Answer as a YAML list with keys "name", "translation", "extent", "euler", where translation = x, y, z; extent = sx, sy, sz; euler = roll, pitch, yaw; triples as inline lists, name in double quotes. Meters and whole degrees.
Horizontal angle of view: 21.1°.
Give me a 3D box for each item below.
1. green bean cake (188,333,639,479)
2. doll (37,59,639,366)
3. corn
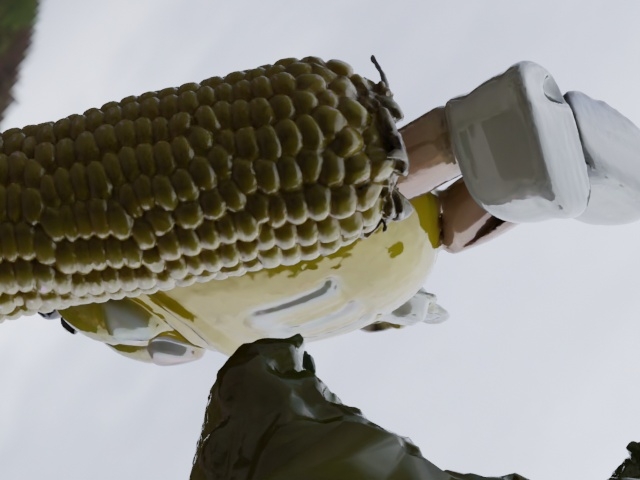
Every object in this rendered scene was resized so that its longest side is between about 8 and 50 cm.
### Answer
- name: "green bean cake"
  translation: [0.050, 0.161, 0.743]
  extent: [0.124, 0.236, 0.233]
  euler: [111, -8, -54]
- name: "doll"
  translation: [0.014, -0.013, 1.110]
  extent: [0.423, 0.348, 0.161]
  euler: [-32, -128, 52]
- name: "corn"
  translation: [-0.106, -0.021, 0.855]
  extent: [0.305, 0.106, 0.106]
  euler: [-12, -162, -6]
